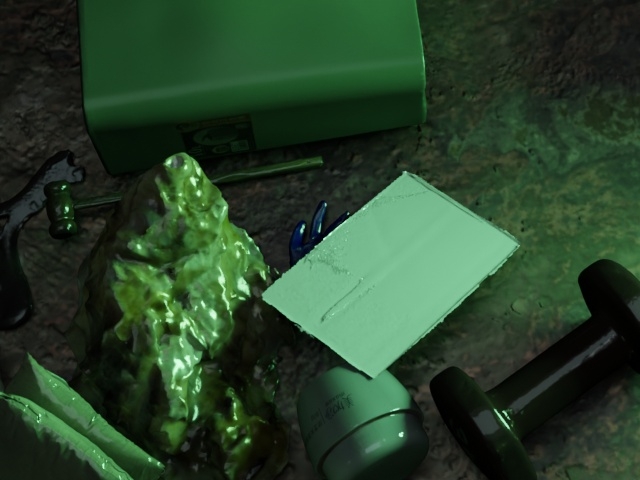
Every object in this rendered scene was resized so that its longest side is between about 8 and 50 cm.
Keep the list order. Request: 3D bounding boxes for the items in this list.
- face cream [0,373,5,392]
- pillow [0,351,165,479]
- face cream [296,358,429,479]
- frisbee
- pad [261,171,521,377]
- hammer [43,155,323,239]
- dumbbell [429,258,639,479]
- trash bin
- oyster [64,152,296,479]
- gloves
[{"bbox_3d":[-0.379,0.087,1.719,0.092,0.058,0.244,-31,67,8],"label":"face cream"},{"bbox_3d":[-0.245,0.213,1.613,0.181,0.134,0.078,37,35,2],"label":"pillow"},{"bbox_3d":[0.039,0.180,1.613,0.117,0.117,0.104,-27,62,-4],"label":"face cream"},{"bbox_3d":[-0.329,-0.031,1.773,0.187,0.012,0.211,-44,72,-9],"label":"frisbee"},{"bbox_3d":[0.071,0.030,1.667,0.156,0.004,0.232,34,57,25],"label":"pad"},{"bbox_3d":[-0.140,-0.055,1.754,0.292,0.029,0.058,-10,76,-3],"label":"hammer"},{"bbox_3d":[0.225,0.129,1.601,0.225,0.140,0.124,-36,42,-6],"label":"dumbbell"},{"bbox_3d":[-0.071,-0.209,1.735,0.343,0.158,0.223,-7,71,2],"label":"trash bin"},{"bbox_3d":[-0.143,0.090,1.657,0.237,0.115,0.351,1,87,6],"label":"oyster"},{"bbox_3d":[0.000,0.000,1.725,0.064,0.026,0.086,41,79,19],"label":"gloves"}]
